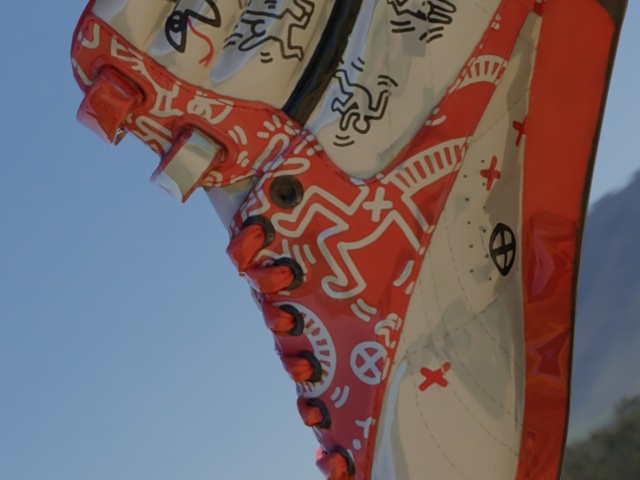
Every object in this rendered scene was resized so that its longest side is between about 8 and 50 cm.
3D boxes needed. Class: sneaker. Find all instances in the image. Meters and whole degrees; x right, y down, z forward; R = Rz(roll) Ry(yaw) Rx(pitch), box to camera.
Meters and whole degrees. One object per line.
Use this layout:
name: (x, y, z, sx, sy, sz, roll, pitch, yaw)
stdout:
sneaker: (0.000, -0.001, 0.526, 0.145, 0.270, 0.090, 7, 6, -1)
